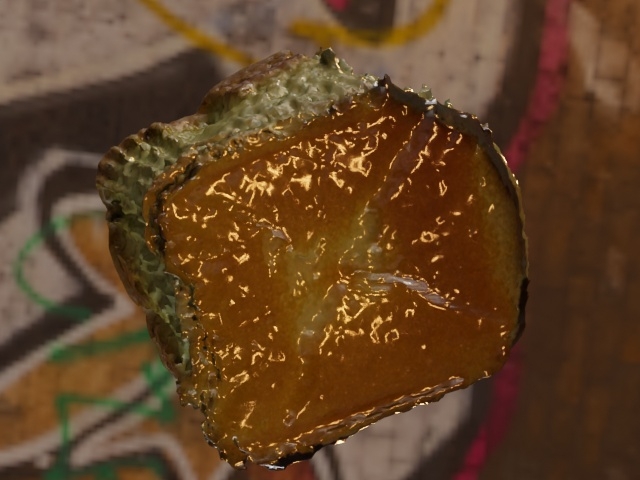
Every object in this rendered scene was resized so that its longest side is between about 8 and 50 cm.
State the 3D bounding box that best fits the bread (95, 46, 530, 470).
[{"bbox_3d":[0.000,0.000,0.660,0.069,0.140,0.128,35,-34,63],"label":"bread"}]
